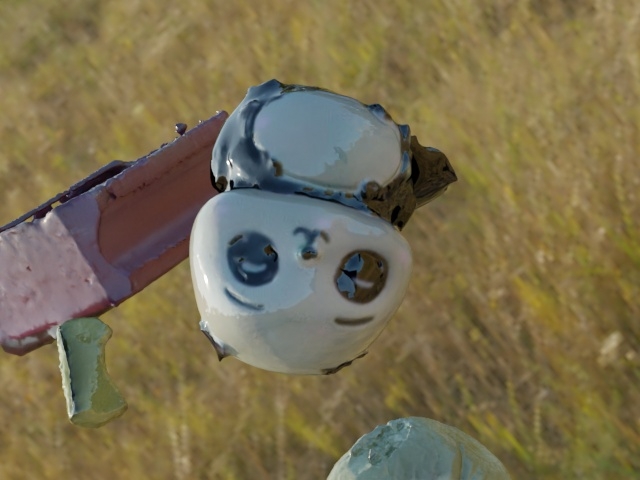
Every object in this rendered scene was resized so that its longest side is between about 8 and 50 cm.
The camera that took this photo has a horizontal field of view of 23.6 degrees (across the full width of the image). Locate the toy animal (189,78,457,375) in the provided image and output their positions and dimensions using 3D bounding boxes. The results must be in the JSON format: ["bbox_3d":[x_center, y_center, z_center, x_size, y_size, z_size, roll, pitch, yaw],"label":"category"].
[{"bbox_3d":[0.000,0.000,0.998,0.138,0.166,0.179,103,180,-58],"label":"toy animal"}]

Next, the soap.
[{"bbox_3d":[-0.147,-0.020,1.222,0.162,0.099,0.250,-28,7,41],"label":"soap"}]

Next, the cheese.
[{"bbox_3d":[-0.161,0.091,1.077,0.030,0.044,0.083,115,148,-52],"label":"cheese"}]

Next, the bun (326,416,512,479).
[{"bbox_3d":[0.102,0.298,1.579,0.220,0.220,0.134,-43,19,-7],"label":"bun"}]
